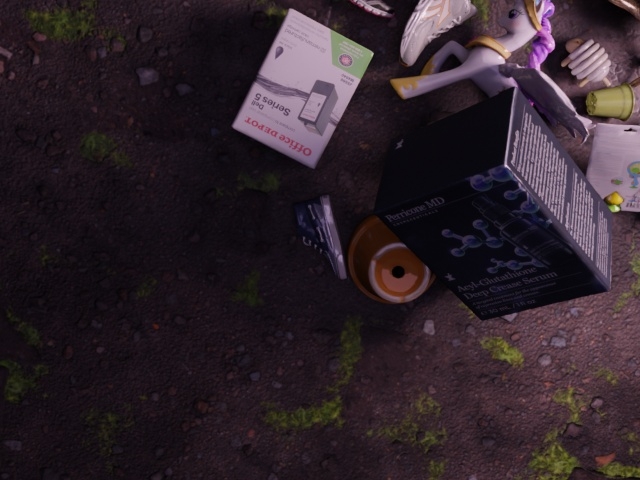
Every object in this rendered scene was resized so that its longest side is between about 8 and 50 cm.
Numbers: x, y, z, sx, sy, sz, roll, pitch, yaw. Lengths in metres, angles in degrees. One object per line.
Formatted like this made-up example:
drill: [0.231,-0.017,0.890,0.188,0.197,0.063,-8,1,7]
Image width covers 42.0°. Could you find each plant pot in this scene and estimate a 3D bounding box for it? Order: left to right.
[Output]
plant pot: [0.160,0.048,1.774,0.205,0.188,0.205,0,100,0]
plant pot: [0.622,-0.298,1.804,0.079,0.083,0.083,-4,99,-7]

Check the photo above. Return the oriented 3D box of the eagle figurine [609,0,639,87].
eagle figurine: [0.680,-0.478,1.711,0.226,0.225,0.298,-33,107,13]

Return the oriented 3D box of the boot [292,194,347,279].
boot: [0.000,0.000,1.831,0.086,0.069,0.190,-14,91,6]

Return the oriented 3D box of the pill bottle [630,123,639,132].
pill bottle: [0.763,-0.162,1.819,0.117,0.117,0.215,-31,99,2]

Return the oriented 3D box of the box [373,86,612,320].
box: [0.349,-0.055,1.639,0.293,0.212,0.395,-20,130,39]

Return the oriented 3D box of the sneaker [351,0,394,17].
sneaker: [0.089,-0.531,1.751,0.170,0.063,0.075,30,102,-2]

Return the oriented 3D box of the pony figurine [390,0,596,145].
pony figurine: [0.383,-0.313,1.721,0.363,0.303,0.351,-35,91,18]

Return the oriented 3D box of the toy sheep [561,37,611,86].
toy sheep: [0.576,-0.381,1.793,0.091,0.091,0.132,-42,94,3]

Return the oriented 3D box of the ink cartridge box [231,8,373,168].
ink cartridge box: [-0.040,-0.313,1.750,0.198,0.115,0.273,26,96,-7]

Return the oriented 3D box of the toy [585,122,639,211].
toy: [0.644,-0.164,1.792,0.136,0.056,0.237,6,135,12]

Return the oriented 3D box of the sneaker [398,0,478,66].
sneaker: [0.259,-0.473,1.744,0.121,0.099,0.262,30,97,3]
